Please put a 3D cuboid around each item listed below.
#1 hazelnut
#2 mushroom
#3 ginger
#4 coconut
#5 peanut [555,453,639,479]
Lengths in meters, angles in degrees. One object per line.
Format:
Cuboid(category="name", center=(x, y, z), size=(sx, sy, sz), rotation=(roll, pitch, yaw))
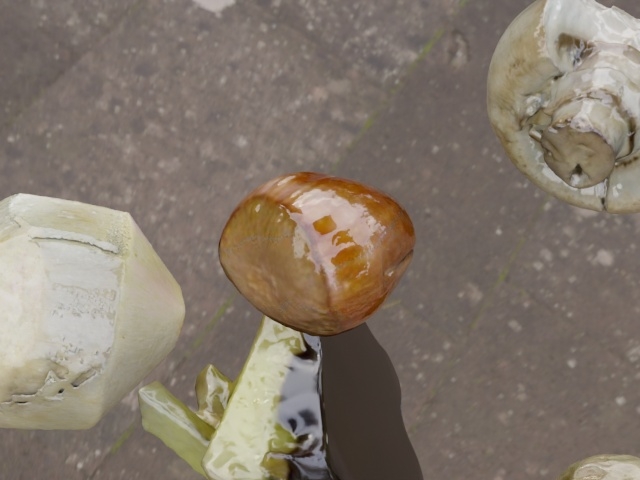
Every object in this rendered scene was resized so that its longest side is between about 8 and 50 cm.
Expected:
Cuboid(category="hazelnut", center=(0.000, 0.000, 0.918), size=(0.150, 0.150, 0.150), rotation=(9, 58, -15))
Cuboid(category="mushroom", center=(0.277, -0.118, 1.167), size=(0.254, 0.189, 0.195), rotation=(35, 52, 0))
Cuboid(category="ginger", center=(-0.042, 0.221, 1.390), size=(0.211, 0.413, 0.358), rotation=(-18, 65, 19))
Cuboid(category="coconut", center=(-0.363, 0.104, 1.566), size=(0.353, 0.352, 0.352), rotation=(9, 58, -15))
Cuboid(category="peanut", center=(0.372, 0.383, 1.385), size=(0.197, 0.110, 0.233), rotation=(15, 89, 3))
